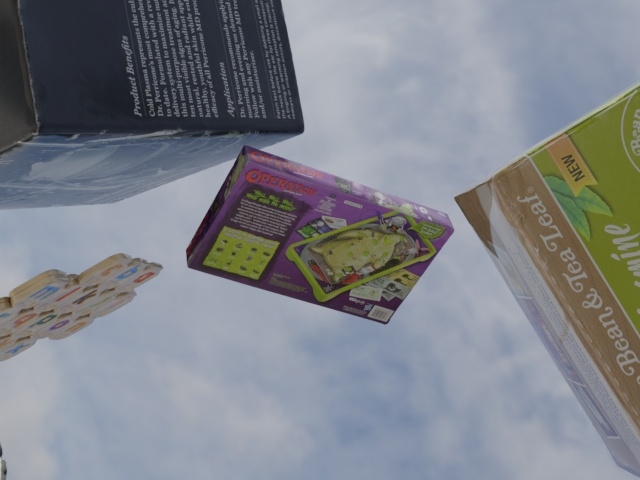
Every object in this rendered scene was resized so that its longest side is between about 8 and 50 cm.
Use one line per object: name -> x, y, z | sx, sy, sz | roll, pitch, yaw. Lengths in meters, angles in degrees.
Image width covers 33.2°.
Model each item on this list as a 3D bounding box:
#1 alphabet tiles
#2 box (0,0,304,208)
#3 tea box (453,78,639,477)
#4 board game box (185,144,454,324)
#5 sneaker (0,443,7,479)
alphabet tiles -> -0.357, 0.091, 1.449 | 0.021, 0.278, 0.284 | 63, 8, 12
box -> -0.366, -0.228, 1.541 | 0.479, 0.471, 0.298 | -15, -97, 41
tea box -> 0.352, 0.008, 0.986 | 0.329, 0.323, 0.220 | 58, -2, 1
board game box -> 0.000, 0.000, 1.588 | 0.208, 0.346, 0.056 | -54, -150, 34
sneaker -> -0.337, 0.153, 0.741 | 0.410, 0.182, 0.158 | 49, -53, 50
